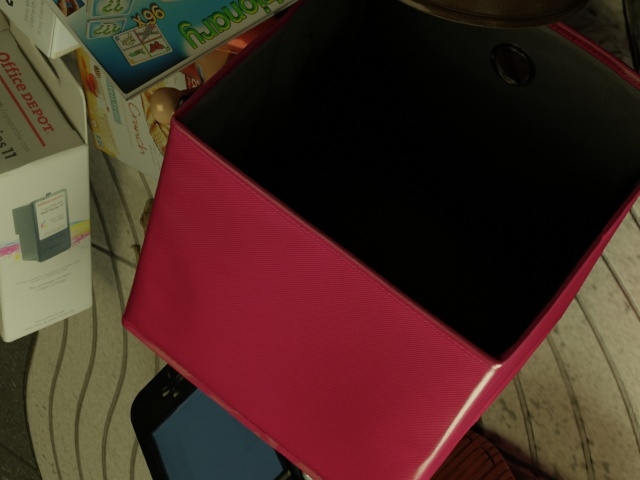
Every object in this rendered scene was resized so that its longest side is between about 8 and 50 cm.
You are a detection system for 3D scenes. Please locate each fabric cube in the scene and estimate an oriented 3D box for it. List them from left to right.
[{"bbox_3d":[0.050,-0.009,1.168,0.254,0.259,0.258,36,147,11],"label":"fabric cube"}]

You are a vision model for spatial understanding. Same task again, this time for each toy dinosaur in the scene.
[{"bbox_3d":[-0.157,0.049,1.801,0.183,0.053,0.092,56,148,9],"label":"toy dinosaur"}]

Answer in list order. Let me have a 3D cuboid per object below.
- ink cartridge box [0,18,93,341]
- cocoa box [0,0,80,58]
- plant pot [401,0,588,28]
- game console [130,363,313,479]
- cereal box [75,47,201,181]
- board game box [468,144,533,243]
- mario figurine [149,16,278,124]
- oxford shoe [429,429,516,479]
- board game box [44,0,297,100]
[{"bbox_3d":[-0.346,-0.083,1.867,0.207,0.119,0.353,53,152,32],"label":"ink cartridge box"},{"bbox_3d":[-0.169,-0.362,1.303,0.231,0.228,0.347,46,146,20],"label":"cocoa box"},{"bbox_3d":[0.113,-0.246,1.066,0.167,0.167,0.165,41,136,30],"label":"plant pot"},{"bbox_3d":[-0.112,0.153,1.608,0.173,0.250,0.293,32,-160,-40],"label":"game console"},{"bbox_3d":[-0.150,-0.132,1.644,0.240,0.047,0.173,28,137,43],"label":"cereal box"},{"bbox_3d":[0.087,-0.108,1.325,0.201,0.035,0.136,51,148,17],"label":"board game box"},{"bbox_3d":[-0.089,-0.050,1.420,0.198,0.170,0.320,-24,65,50],"label":"mario figurine"},{"bbox_3d":[0.152,0.281,1.458,0.397,0.140,0.146,35,162,52],"label":"oxford shoe"},{"bbox_3d":[-0.076,-0.225,1.050,0.305,0.053,0.193,-24,112,40],"label":"board game box"}]
